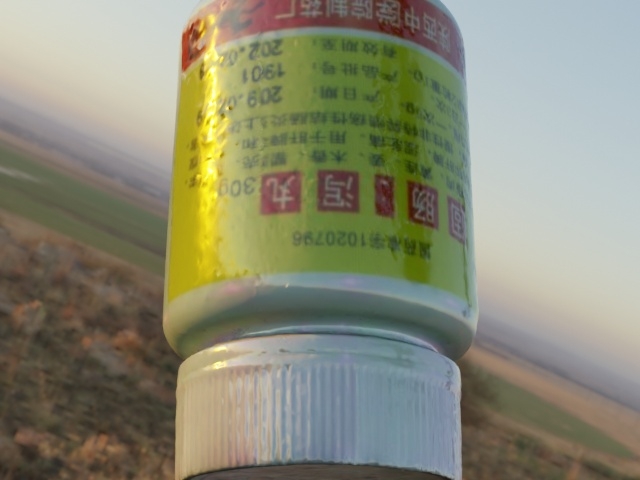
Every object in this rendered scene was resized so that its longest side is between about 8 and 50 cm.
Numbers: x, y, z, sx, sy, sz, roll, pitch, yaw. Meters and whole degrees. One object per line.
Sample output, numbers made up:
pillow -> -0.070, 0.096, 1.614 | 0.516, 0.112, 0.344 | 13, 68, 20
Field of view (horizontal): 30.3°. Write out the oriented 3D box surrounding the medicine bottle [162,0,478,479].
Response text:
medicine bottle -> 0.000, 0.000, 0.535 | 0.139, 0.225, 0.139 | 1, -21, 0
